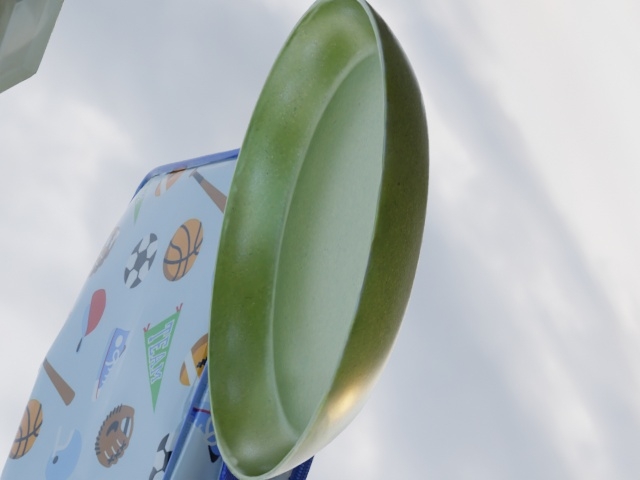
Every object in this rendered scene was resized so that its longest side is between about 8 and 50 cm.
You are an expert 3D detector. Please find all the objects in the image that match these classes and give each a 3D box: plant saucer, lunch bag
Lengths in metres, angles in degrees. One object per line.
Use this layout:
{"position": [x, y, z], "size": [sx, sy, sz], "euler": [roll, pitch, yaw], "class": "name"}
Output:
{"position": [0.000, 0.000, 0.935], "size": [0.037, 0.241, 0.241], "euler": [12, -138, -19], "class": "plant saucer"}
{"position": [-0.077, 0.098, 1.133], "size": [0.115, 0.243, 0.303], "euler": [26, -105, -27], "class": "lunch bag"}

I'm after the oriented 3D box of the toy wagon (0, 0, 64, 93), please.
{"position": [-0.253, -0.161, 0.874], "size": [0.344, 0.267, 0.068], "euler": [56, -172, -52], "class": "toy wagon"}
